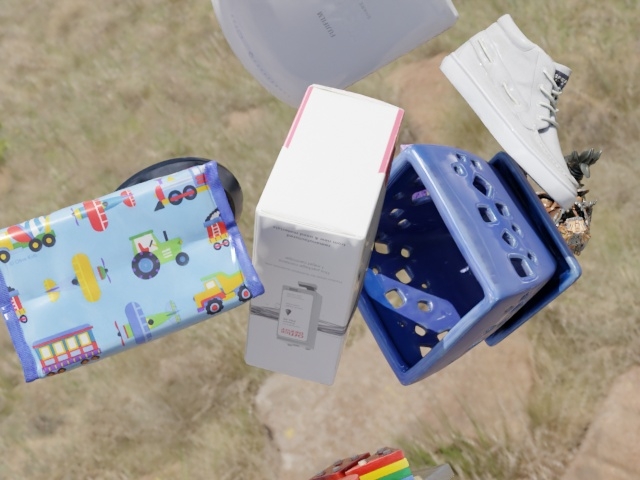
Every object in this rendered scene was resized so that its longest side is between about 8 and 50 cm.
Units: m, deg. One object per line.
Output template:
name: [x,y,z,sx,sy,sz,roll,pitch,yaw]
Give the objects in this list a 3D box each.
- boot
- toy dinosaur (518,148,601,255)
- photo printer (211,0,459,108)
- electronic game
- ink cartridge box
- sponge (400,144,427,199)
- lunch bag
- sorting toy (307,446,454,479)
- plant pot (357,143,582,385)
boot: [0.268,-0.169,1.264,0.123,0.095,0.258,-40,71,13]
toy dinosaur: [0.398,-0.042,1.779,0.165,0.218,0.322,-1,-7,-21]
photo printer: [0.011,-0.342,1.445,0.308,0.256,0.107,-28,39,11]
electronic game: [-0.221,-0.030,1.496,0.229,0.229,0.048,-35,53,0]
ink cartridge box: [0.000,0.000,1.156,0.117,0.283,0.207,15,50,5]
sponge: [0.162,-0.094,1.773,0.031,0.117,0.210,0,15,0]
lunch bag: [-0.204,0.036,1.017,0.221,0.138,0.293,-20,0,-15]
sorting toy: [0.048,0.433,1.717,0.257,0.089,0.255,-22,-5,-43]
plant pot: [0.185,0.023,1.333,0.212,0.235,0.236,-10,-27,-37]
